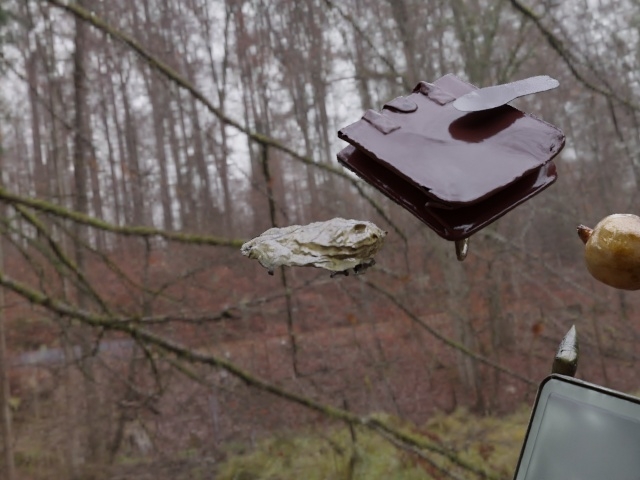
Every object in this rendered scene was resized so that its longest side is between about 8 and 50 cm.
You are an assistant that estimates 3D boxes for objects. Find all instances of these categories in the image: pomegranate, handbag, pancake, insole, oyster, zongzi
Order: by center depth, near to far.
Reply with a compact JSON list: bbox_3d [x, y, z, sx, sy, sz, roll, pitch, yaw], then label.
[{"bbox_3d":[-0.004,0.003,1.138,0.209,0.072,0.133,7,18,-6],"label":"oyster"},{"bbox_3d":[0.197,-0.137,1.272,0.260,0.275,0.084,-30,-40,-24],"label":"handbag"},{"bbox_3d":[0.289,-0.229,1.290,0.188,0.064,0.004,-17,-51,-17],"label":"insole"},{"bbox_3d":[0.236,-0.020,1.374,0.011,0.114,0.115,1,-5,19],"label":"pancake"},{"bbox_3d":[0.543,0.258,1.824,0.052,0.113,0.104,14,-46,15],"label":"zongzi"},{"bbox_3d":[0.772,0.031,2.101,0.207,0.207,0.207,-9,-9,-1],"label":"pomegranate"}]

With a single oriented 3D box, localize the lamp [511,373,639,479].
[{"bbox_3d":[0.329,0.312,0.998,0.047,0.266,0.269,18,-4,-23],"label":"lamp"}]
